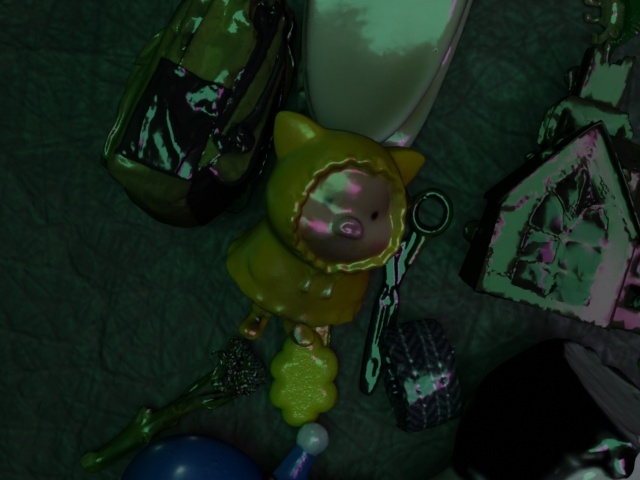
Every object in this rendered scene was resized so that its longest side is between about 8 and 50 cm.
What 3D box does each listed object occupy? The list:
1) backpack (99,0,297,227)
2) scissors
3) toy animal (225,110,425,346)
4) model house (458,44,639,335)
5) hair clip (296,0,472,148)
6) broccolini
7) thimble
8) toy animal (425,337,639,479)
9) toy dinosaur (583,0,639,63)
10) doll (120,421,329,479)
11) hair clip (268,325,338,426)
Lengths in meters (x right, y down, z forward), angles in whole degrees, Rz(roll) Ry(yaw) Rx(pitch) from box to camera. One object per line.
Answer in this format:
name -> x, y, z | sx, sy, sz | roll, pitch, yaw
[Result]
backpack -> -0.102, -0.135, 1.280 | 0.140, 0.207, 0.253 | 24, 84, 3
scissors -> 0.071, 0.050, 1.366 | 0.088, 0.017, 0.220 | 13, 94, 2
toy animal -> -0.004, -0.001, 1.254 | 0.156, 0.156, 0.230 | 28, 117, 3
model house -> 0.257, -0.051, 1.250 | 0.204, 0.211, 0.243 | 16, 94, 2
hair clip -> 0.054, -0.191, 1.319 | 0.172, 0.113, 0.282 | 12, 89, 4
broccolini -> -0.150, 0.179, 1.368 | 0.216, 0.067, 0.058 | -35, 51, 5
thimble -> 0.097, 0.132, 1.322 | 0.066, 0.095, 0.104 | -13, 103, -9
toy animal -> 0.194, 0.267, 1.267 | 0.251, 0.251, 0.310 | 42, 103, 2
toy dinosaur -> 0.292, -0.211, 1.334 | 0.060, 0.029, 0.120 | -2, 94, -10
doll -> -0.076, 0.275, 1.332 | 0.257, 0.161, 0.215 | 15, 80, -12
hair clip -> -0.011, 0.104, 1.359 | 0.072, 0.046, 0.173 | 8, 93, 3
